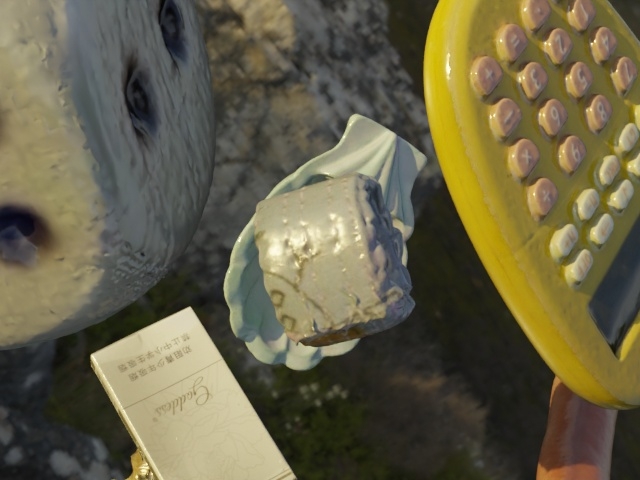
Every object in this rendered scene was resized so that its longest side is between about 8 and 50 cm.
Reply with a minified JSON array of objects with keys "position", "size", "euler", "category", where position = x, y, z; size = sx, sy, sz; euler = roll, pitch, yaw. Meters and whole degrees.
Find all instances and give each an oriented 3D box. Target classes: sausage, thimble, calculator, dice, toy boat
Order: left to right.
[{"position":[-0.165,-0.072,0.563],"size":[0.191,0.193,0.194],"euler":[-81,161,-56],"category":"dice"},{"position":[0.000,0.000,1.344],"size":[0.199,0.290,0.100],"euler":[30,6,-27],"category":"toy boat"},{"position":[0.015,0.019,1.119],"size":[0.127,0.118,0.151],"euler":[4,69,-76],"category":"thimble"},{"position":[0.309,0.260,1.432],"size":[0.094,0.094,0.419],"euler":[24,33,2],"category":"sausage"},{"position":[0.118,-0.015,0.508],"size":[0.146,0.032,0.235],"euler":[-51,118,-35],"category":"calculator"}]

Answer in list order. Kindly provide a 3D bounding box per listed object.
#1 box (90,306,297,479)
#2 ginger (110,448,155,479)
[{"position":[-0.118,0.165,1.094],"size":[0.109,0.029,0.198],"euler":[-26,69,-21],"category":"box"},{"position":[-0.195,0.349,1.660],"size":[0.102,0.216,0.157],"euler":[-113,-150,-87],"category":"ginger"}]
